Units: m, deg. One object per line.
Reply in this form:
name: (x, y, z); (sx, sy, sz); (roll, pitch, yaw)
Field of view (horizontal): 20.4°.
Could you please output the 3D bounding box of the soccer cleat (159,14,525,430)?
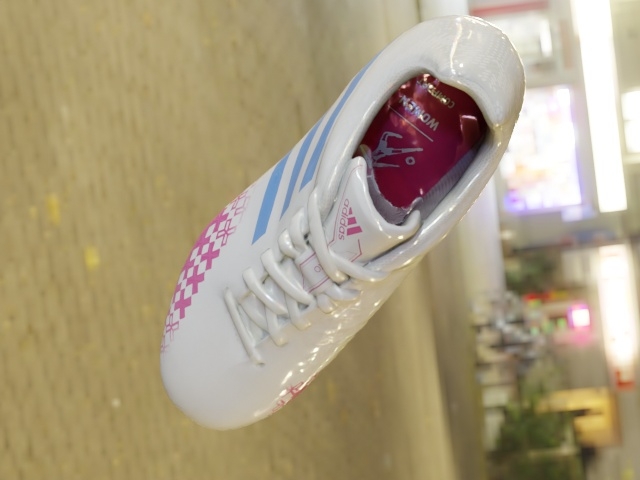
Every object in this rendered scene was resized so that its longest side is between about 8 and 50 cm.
soccer cleat: (0.000, 0.000, 1.088); (0.331, 0.116, 0.143); (-52, -172, 19)
